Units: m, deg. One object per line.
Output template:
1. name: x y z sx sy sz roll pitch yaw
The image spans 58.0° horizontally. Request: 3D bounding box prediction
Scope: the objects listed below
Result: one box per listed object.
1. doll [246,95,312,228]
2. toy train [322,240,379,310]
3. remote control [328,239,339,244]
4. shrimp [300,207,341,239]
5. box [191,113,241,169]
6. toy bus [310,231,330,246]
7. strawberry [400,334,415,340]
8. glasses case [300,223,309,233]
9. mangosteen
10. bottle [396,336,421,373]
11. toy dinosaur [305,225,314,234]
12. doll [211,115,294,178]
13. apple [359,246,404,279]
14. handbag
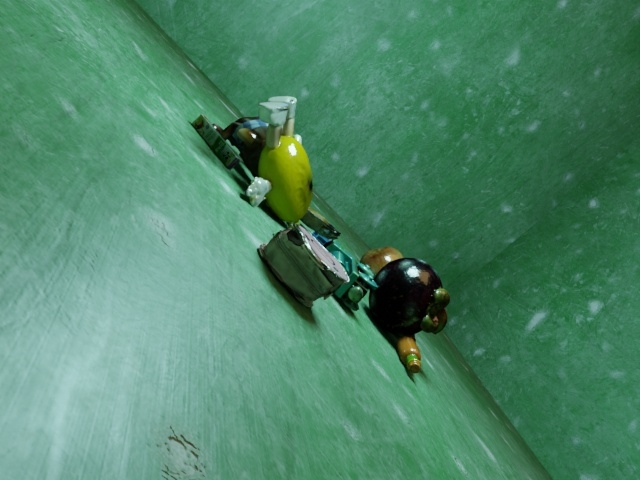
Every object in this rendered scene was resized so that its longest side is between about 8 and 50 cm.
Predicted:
1. doll: -0.124 -0.249 1.810 0.161 0.422 0.348 7 -2 24
2. toy train: 0.075 0.105 1.829 0.194 0.120 0.298 40 8 -5
3. remote control: 0.008 -0.049 2.590 0.261 0.029 0.067 51 7 36
4. shrimp: -0.014 -0.059 2.004 0.164 0.062 0.317 43 -4 -42
5. box: -0.334 -0.317 1.853 0.207 0.050 0.041 50 9 16
6. toy bus: 0.000 0.000 2.182 0.083 0.046 0.038 42 10 -37
7. strawberry: 0.284 0.284 2.201 0.236 0.107 0.175 -108 -168 -71
8. glasses case: -0.070 -0.045 2.102 0.083 0.021 0.032 44 7 -33
9. mangosteen: 0.309 0.200 2.007 0.288 0.288 0.288 47 7 -8
10. bottle: 0.288 0.372 1.849 0.069 0.069 0.187 47 9 -9
11. toy dinosaur: -0.029 -0.027 2.260 0.083 0.021 0.062 53 0 3
12. doll: -0.223 -0.329 2.060 0.318 0.209 0.340 8 19 -27
13. apple: 0.275 0.128 2.532 0.211 0.211 0.187 -90 164 -80
14. handbag: -0.039 0.055 1.364 0.205 0.116 0.179 50 8 4
